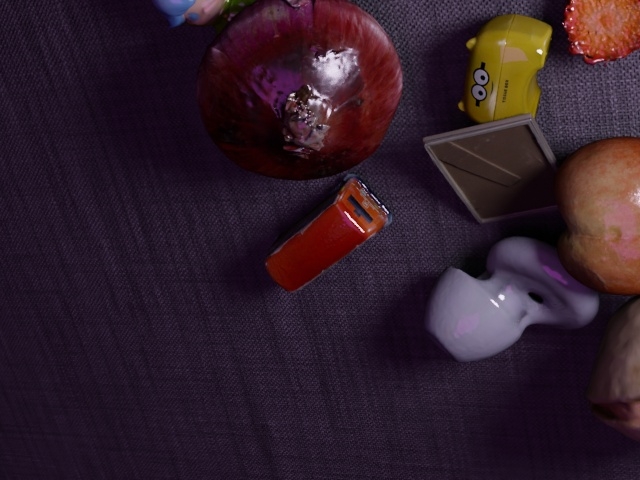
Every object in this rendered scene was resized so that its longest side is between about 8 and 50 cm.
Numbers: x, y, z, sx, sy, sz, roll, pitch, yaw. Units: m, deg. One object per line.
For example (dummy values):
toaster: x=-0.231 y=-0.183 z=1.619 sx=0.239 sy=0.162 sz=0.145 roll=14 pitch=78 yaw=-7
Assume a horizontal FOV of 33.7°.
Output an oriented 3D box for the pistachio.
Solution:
pistachio: x=0.600 y=0.201 z=1.675 sx=0.365 sy=0.445 sz=0.281 roll=-22 pitch=89 yaw=-1

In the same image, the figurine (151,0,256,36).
figurine: x=-0.186 y=-0.415 z=1.815 sx=0.263 sy=0.143 sz=0.162 roll=33 pitch=129 yaw=-18

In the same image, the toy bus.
toy bus: x=0.000 y=0.000 z=1.981 sx=0.121 sy=0.120 sz=0.265 roll=48 pitch=125 yaw=-7

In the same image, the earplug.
earplug: x=0.331 y=0.109 z=1.863 sx=0.325 sy=0.175 sz=0.214 roll=-23 pitch=120 yaw=33

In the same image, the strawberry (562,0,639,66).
strawberry: x=0.440 y=-0.341 z=1.604 sx=0.145 sy=0.086 sz=0.145 roll=10 pitch=121 yaw=17

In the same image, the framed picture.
framed picture: x=0.306 y=-0.110 z=1.766 sx=0.189 sy=0.023 sz=0.260 roll=-11 pitch=143 yaw=29

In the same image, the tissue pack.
tissue pack: x=0.294 y=-0.267 z=1.688 sx=0.127 sy=0.123 sz=0.178 roll=14 pitch=128 yaw=14

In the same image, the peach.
peach: x=0.489 y=-0.041 z=1.669 sx=0.252 sy=0.252 sz=0.252 roll=11 pitch=122 yaw=18

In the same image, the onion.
onion: x=-0.032 y=-0.230 z=1.742 sx=0.347 sy=0.285 sz=0.347 roll=-2 pitch=124 yaw=-3
